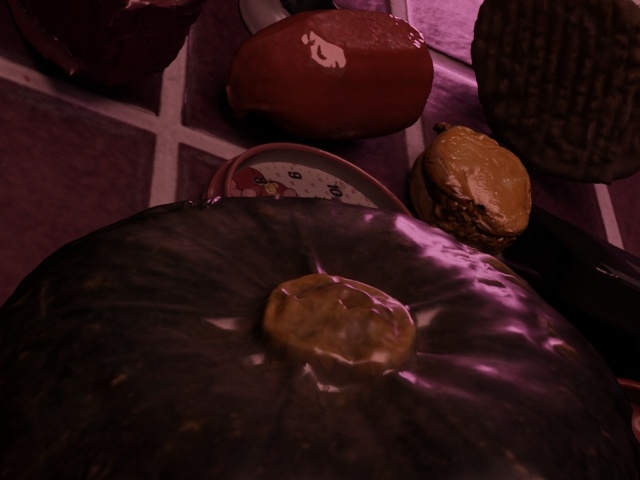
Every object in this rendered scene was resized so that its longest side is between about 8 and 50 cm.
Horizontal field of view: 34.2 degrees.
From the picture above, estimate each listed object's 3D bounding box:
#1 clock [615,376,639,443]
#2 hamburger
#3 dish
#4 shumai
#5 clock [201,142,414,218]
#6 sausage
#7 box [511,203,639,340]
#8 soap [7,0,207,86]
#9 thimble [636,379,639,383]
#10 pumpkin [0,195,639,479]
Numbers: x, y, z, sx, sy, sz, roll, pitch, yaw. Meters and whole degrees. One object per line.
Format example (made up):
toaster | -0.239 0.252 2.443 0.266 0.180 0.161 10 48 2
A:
clock | 0.273 0.275 0.952 0.318 0.080 0.318 11 60 -20
hamburger | 0.167 -0.057 1.171 0.138 0.083 0.147 30 44 -19
dish | -0.015 -0.276 1.217 0.141 0.078 0.141 21 45 -23
shumai | 0.345 -0.262 1.327 0.262 0.267 0.314 -51 133 -51
clock | -0.001 0.001 1.003 0.244 0.056 0.244 20 39 -17
sausage | 0.022 -0.176 1.121 0.254 0.148 0.148 -9 62 -45
box | 0.386 0.075 1.180 0.350 0.058 0.211 24 17 -19
soap | -0.229 -0.287 0.988 0.112 0.182 0.289 -14 70 -41
thimble | 0.378 0.203 1.105 0.130 0.090 0.118 47 44 7
pumpkin | -0.020 0.174 0.633 0.454 0.344 0.454 8 37 -6
